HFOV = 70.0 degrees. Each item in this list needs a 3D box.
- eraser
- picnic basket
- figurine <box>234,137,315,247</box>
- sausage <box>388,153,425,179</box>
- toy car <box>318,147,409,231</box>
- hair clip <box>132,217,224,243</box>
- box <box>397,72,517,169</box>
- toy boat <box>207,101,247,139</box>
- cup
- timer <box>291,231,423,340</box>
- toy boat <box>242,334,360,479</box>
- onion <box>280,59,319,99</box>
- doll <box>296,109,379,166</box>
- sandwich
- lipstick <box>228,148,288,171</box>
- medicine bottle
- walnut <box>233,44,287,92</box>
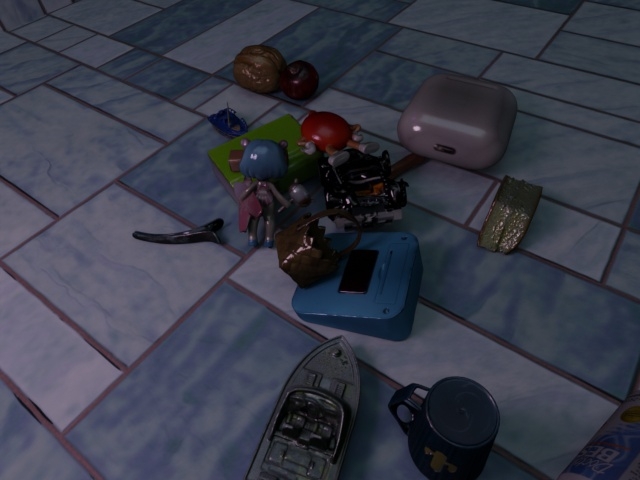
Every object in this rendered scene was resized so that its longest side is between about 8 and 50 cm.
[{"bbox_3d":[-0.141,-0.217,1.244,0.274,0.092,0.210,-28,56,-18],"label":"eraser"},{"bbox_3d":[0.000,0.000,0.959,0.178,0.128,0.138,-35,40,18],"label":"picnic basket"},{"bbox_3d":[-0.115,-0.111,1.071,0.205,0.103,0.261,3,90,3],"label":"figurine"},{"bbox_3d":[0.220,-0.198,1.238,0.157,0.036,0.042,-34,47,-23],"label":"sausage"},{"bbox_3d":[0.098,-0.135,1.116,0.192,0.118,0.301,-10,34,-1],"label":"toy car"},{"bbox_3d":[-0.353,-0.015,1.117,0.229,0.039,0.070,-4,50,2],"label":"hair clip"},{"bbox_3d":[0.380,-0.334,1.257,0.288,0.141,0.349,18,46,16],"label":"box"},{"bbox_3d":[-0.276,-0.366,1.374,0.091,0.110,0.175,-34,56,-23],"label":"toy boat"},{"bbox_3d":[0.193,0.290,0.729,0.176,0.155,0.131,25,54,22],"label":"cup"},{"bbox_3d":[0.083,0.089,0.988,0.249,0.091,0.232,3,49,23],"label":"timer"},{"bbox_3d":[-0.012,0.299,0.778,0.141,0.092,0.320,14,50,13],"label":"toy boat"},{"bbox_3d":[-0.070,-0.522,1.490,0.131,0.131,0.131,-2,48,2],"label":"onion"},{"bbox_3d":[0.022,-0.261,1.158,0.183,0.085,0.217,-26,52,-28],"label":"doll"},{"bbox_3d":[0.456,-0.081,1.083,0.094,0.096,0.258,24,57,16],"label":"sandwich"},{"bbox_3d":[-0.155,-0.202,1.152,0.145,0.045,0.045,0,56,4],"label":"lipstick"},{"bbox_3d":[0.446,0.357,0.650,0.288,0.157,0.157,-32,54,-22],"label":"medicine bottle"},{"bbox_3d":[-0.209,-0.576,1.530,0.183,0.156,0.156,14,51,19],"label":"walnut"}]
